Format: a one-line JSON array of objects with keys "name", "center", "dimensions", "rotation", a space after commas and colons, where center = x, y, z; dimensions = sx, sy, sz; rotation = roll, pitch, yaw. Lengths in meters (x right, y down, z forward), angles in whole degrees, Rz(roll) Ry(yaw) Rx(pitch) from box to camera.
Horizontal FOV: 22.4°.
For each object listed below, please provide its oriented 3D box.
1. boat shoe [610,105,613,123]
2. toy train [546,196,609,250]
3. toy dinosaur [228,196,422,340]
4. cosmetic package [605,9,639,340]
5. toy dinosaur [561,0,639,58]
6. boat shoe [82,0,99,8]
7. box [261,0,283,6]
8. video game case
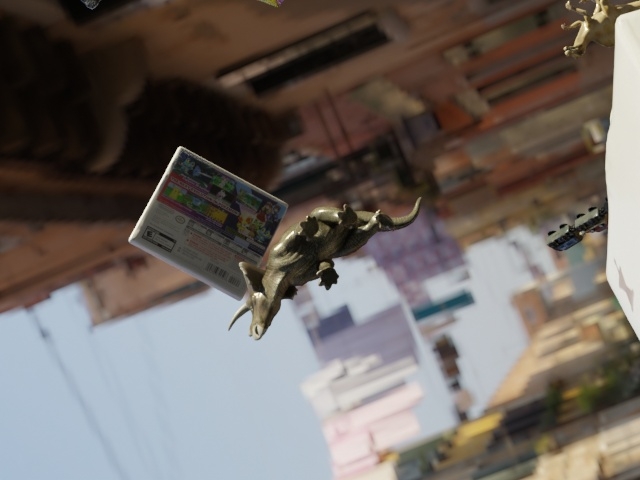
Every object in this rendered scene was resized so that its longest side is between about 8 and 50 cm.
[{"name": "boat shoe", "center": [0.350, -0.202, 1.616], "dimensions": [0.078, 0.219, 0.070], "rotation": [19, -162, -38]}, {"name": "toy train", "center": [0.358, -0.025, 2.109], "dimensions": [0.036, 0.158, 0.027], "rotation": [27, -130, -27]}, {"name": "toy dinosaur", "center": [0.000, 0.000, 2.210], "dimensions": [0.121, 0.313, 0.160], "rotation": [56, 153, -15]}, {"name": "cosmetic package", "center": [0.460, -0.011, 1.236], "dimensions": [0.329, 0.394, 0.327], "rotation": [78, 172, -52]}, {"name": "toy dinosaur", "center": [0.421, -0.330, 2.377], "dimensions": [0.092, 0.183, 0.053], "rotation": [57, 174, 13]}, {"name": "boat shoe", "center": [-0.277, -0.338, 1.798], "dimensions": [0.183, 0.083, 0.065], "rotation": [50, -175, 31]}, {"name": "box", "center": [-0.151, -0.418, 1.971], "dimensions": [0.117, 0.243, 0.213], "rotation": [-63, -21, -15]}, {"name": "video game case", "center": [-0.176, -0.027, 2.570], "dimensions": [0.201, 0.183, 0.023], "rotation": [28, 156, -6]}]
